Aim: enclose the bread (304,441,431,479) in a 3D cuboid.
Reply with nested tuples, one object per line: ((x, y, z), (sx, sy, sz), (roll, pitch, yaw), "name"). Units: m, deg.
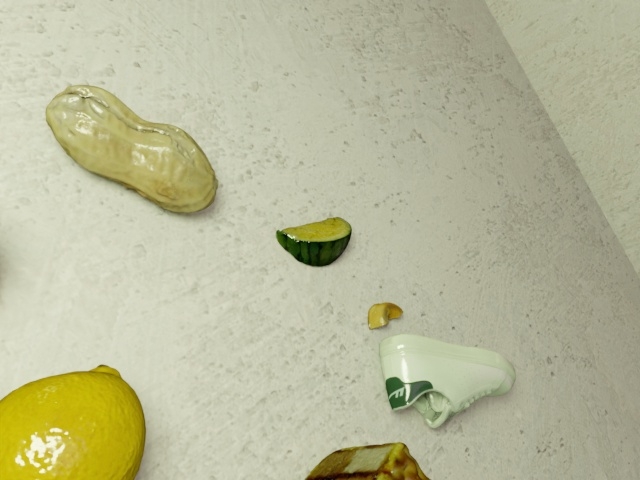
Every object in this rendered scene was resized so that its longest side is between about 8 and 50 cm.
((0.058, 0.393, 0.879), (0.181, 0.222, 0.096), (-39, 95, -41), "bread")

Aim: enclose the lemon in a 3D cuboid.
((-0.300, 0.246, 0.662), (0.187, 0.186, 0.244), (46, 35, -13), "lemon")

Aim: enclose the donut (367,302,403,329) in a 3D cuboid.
((0.141, 0.159, 1.202), (0.083, 0.038, 0.067), (21, 53, -30), "donut")

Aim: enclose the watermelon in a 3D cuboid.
((0.001, 0.010, 1.160), (0.092, 0.075, 0.181), (29, 30, 33), "watermelon")

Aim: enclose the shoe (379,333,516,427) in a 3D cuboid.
((0.278, 0.309, 1.184), (0.362, 0.131, 0.160), (20, 56, -28), "shoe")

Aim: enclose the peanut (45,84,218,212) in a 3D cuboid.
((-0.291, -0.141, 0.916), (0.290, 0.130, 0.130), (27, 53, -26), "peanut")
